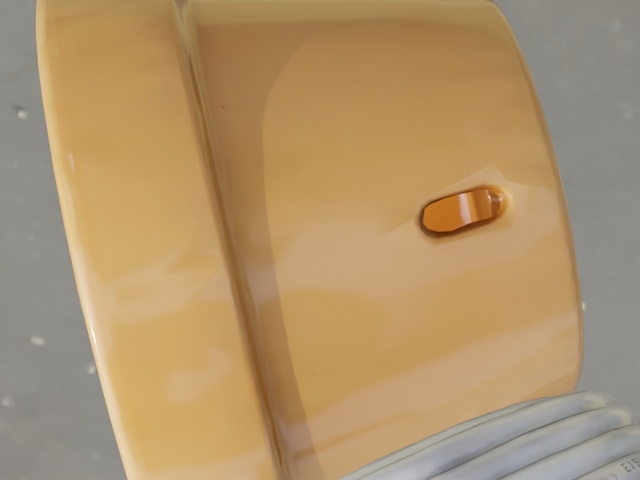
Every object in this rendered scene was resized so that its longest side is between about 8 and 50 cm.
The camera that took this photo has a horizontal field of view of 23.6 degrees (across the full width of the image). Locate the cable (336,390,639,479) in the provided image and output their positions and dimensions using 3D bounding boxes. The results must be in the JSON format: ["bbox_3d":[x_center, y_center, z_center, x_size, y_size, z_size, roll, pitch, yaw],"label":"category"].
[{"bbox_3d":[0.010,0.138,0.463,0.257,0.089,0.257,-24,157,-24],"label":"cable"}]

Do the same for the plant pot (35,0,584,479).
[{"bbox_3d":[0.000,0.000,0.732,0.203,0.291,0.291,-13,139,-3],"label":"plant pot"}]
